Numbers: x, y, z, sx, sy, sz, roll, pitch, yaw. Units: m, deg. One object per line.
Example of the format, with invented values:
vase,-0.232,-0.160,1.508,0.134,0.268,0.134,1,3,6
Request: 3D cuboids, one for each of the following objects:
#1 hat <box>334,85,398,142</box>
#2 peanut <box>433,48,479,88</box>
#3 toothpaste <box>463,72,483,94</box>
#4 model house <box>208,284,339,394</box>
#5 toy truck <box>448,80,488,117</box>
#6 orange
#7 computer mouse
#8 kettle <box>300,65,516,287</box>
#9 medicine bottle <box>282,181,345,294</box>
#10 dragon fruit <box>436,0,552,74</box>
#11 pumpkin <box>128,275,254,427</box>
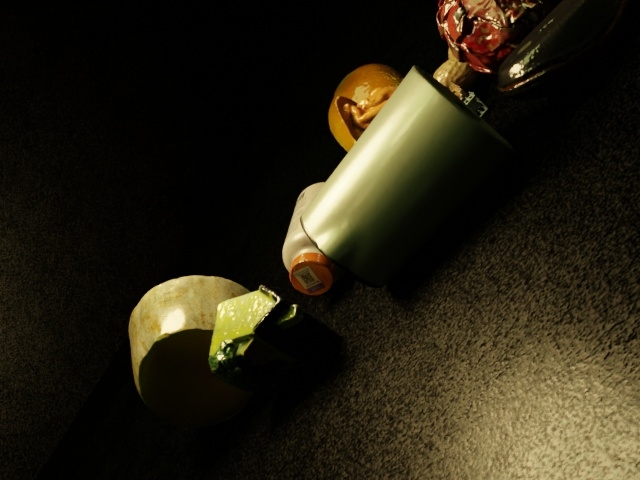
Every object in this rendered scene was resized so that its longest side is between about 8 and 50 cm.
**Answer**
hat,0.198,-0.319,1.978,0.233,0.244,0.233,-29,32,21
peanut,0.336,-0.423,1.904,0.104,0.085,0.227,10,63,49
toothpaste,0.367,-0.399,1.949,0.255,0.037,0.067,-51,22,-9
model house,-0.082,0.202,1.643,0.211,0.194,0.170,-23,45,36
toy truck,0.277,-0.257,1.828,0.177,0.080,0.115,-49,27,5
orange,0.133,-0.373,2.310,0.262,0.196,0.334,-60,20,21
computer mouse,0.462,-0.372,1.515,0.323,0.116,0.183,-46,14,-5
kettle,0.167,-0.119,1.620,0.376,0.250,0.361,-50,-4,16
medicine bottle,0.000,0.000,1.879,0.157,0.157,0.288,-41,20,31
dragon fruit,0.373,-0.466,1.731,0.244,0.244,0.299,-45,22,21
pumpkin,-0.270,0.266,1.818,0.332,0.332,0.199,-45,30,20
